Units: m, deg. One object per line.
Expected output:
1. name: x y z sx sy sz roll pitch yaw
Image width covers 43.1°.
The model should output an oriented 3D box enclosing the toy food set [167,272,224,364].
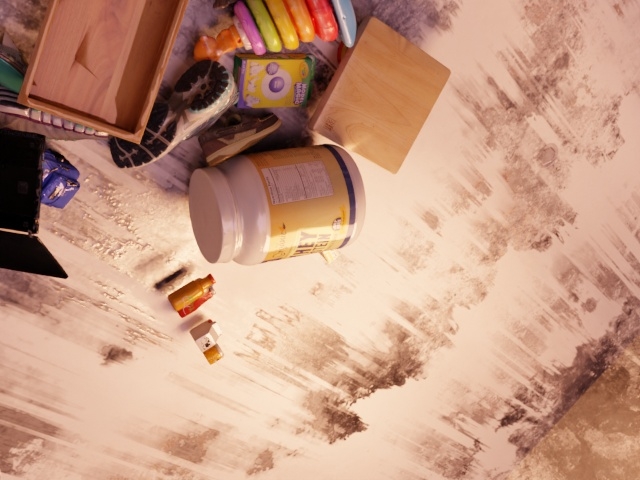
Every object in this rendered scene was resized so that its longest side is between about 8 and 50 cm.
1. toy food set: -0.254 0.162 1.799 0.104 0.111 0.232 -32 128 -10

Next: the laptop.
1. laptop: -0.566 -0.067 1.424 0.234 0.136 0.264 8 98 10

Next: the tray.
1. tray: -0.332 -0.388 1.330 0.203 0.076 0.411 18 97 -23

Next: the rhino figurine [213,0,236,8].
1. rhino figurine: -0.264 -0.449 1.417 0.243 0.073 0.106 -16 117 -20

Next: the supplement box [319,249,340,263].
1. supplement box: 0.000 0.000 1.859 0.036 0.098 0.062 -35 132 -7

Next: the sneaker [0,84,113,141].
1. sneaker: -0.484 -0.208 1.453 0.224 0.083 0.098 13 132 -32

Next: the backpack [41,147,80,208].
1. backpack: -0.500 -0.115 1.457 0.098 0.101 0.120 -54 154 3

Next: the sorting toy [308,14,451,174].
1. sorting toy: 0.112 -0.309 1.721 0.257 0.089 0.255 23 98 -39

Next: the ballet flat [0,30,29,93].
1. ballet flat: -0.555 -0.319 1.324 0.077 0.079 0.221 -20 146 41

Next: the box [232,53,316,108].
1. box: -0.088 -0.321 1.633 0.179 0.043 0.105 -9 124 -29

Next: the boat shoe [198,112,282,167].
1. boat shoe: -0.156 -0.216 1.595 0.223 0.080 0.073 -42 107 -47

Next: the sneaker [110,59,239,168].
1. sneaker: -0.268 -0.218 1.545 0.283 0.110 0.122 -33 164 9

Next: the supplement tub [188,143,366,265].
1. supplement tub: -0.091 -0.072 1.668 0.316 0.228 0.228 -11 124 -26

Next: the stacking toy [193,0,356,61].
1. stacking toy: -0.100 -0.406 1.514 0.302 0.165 0.175 -26 144 0
